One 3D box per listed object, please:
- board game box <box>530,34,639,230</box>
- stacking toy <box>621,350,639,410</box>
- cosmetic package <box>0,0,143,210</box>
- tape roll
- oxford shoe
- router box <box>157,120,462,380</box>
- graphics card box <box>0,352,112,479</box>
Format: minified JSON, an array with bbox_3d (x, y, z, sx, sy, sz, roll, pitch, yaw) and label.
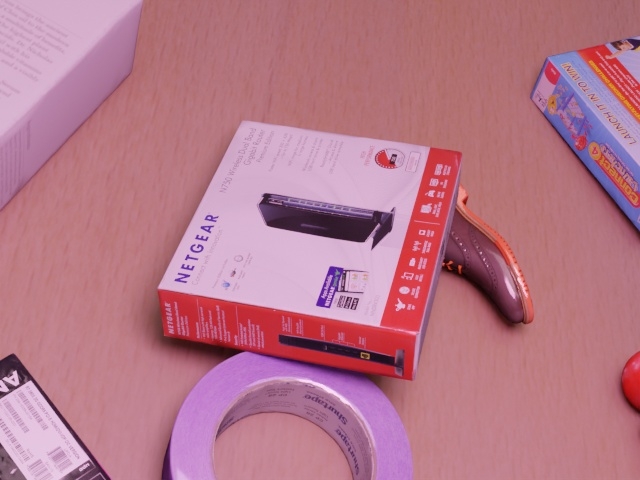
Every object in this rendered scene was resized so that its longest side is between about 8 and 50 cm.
[{"bbox_3d":[0.532,-0.178,1.668,0.302,0.086,0.308,-16,56,-24],"label":"board game box"},{"bbox_3d":[0.474,0.276,1.354,0.141,0.141,0.330,-4,55,-18],"label":"stacking toy"},{"bbox_3d":[-0.444,-0.185,1.370,0.230,0.161,0.453,31,55,6],"label":"cosmetic package"},{"bbox_3d":[-0.038,0.260,1.239,0.274,0.090,0.275,8,56,-12],"label":"tape roll"},{"bbox_3d":[0.186,0.016,1.474,0.098,0.097,0.271,-28,61,-11],"label":"oxford shoe"},{"bbox_3d":[0.000,0.000,1.341,0.301,0.082,0.335,9,43,10],"label":"router box"},{"bbox_3d":[-0.226,0.310,1.065,0.094,0.233,0.371,-35,71,-27],"label":"graphics card box"}]
